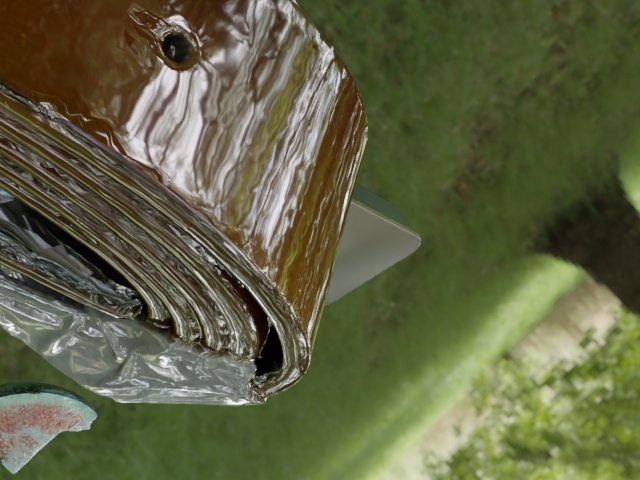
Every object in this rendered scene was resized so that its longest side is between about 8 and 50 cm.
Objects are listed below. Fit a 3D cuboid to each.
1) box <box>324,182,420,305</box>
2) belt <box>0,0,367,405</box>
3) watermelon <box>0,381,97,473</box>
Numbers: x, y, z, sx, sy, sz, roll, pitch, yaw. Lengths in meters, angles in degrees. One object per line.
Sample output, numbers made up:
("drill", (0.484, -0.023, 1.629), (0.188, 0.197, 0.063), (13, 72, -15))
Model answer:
("box", (0.000, 0.000, 0.832), (0.091, 0.031, 0.126), (-34, 155, 19))
("belt", (-0.135, -0.056, 0.542), (0.217, 0.338, 0.122), (-29, -145, 55))
("watermelon", (-0.189, 0.124, 0.892), (0.085, 0.085, 0.061), (57, 40, -79))
